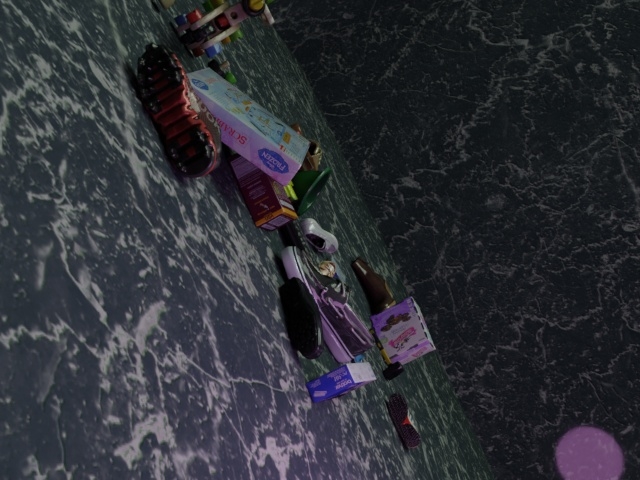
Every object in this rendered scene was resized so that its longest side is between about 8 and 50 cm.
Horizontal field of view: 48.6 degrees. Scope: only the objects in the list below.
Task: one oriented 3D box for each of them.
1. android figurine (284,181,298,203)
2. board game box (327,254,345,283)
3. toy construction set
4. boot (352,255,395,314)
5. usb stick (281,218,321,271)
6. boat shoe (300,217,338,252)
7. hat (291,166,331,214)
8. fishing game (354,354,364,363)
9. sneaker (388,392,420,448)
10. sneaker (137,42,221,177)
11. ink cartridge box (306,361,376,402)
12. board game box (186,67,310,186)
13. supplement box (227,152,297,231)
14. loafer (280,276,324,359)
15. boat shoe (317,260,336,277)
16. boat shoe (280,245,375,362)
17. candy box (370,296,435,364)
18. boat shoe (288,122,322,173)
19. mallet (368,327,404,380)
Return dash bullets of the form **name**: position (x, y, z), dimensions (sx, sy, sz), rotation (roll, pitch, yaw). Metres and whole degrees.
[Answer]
- **android figurine**: position (-0.147, -0.231, 2.031), dimensions (0.273, 0.056, 0.248), rotation (66, 11, 8)
- **board game box**: position (0.050, 0.101, 2.228), dimensions (0.090, 0.020, 0.090), rotation (59, 12, -15)
- **toy construction set**: position (-0.258, -0.596, 1.796), dimensions (0.309, 0.237, 0.257), rotation (54, -8, 2)
- **boot**: position (0.181, 0.167, 2.595), dimensions (0.207, 0.090, 0.248), rotation (49, 13, -4)
- **usb stick**: position (-0.064, -0.004, 1.845), dimensions (0.077, 0.045, 0.278), rotation (107, -39, -66)
- **boat shoe**: position (0.000, 0.000, 2.134), dimensions (0.184, 0.066, 0.063), rotation (50, 26, -51)
- **hat**: position (-0.089, -0.193, 2.168), dimensions (0.183, 0.173, 0.208), rotation (36, -24, 7)
- **fishing game**: position (0.077, 0.251, 1.935), dimensions (0.264, 0.041, 0.189), rotation (65, 13, 13)
- **sneaker**: position (0.236, 0.516, 2.016), dimensions (0.075, 0.057, 0.161), rotation (78, -10, -61)
- **sneaker**: position (-0.267, -0.246, 1.375), dimensions (0.276, 0.097, 0.135), rotation (65, 11, 5)
- **ink cartridge box**: position (0.048, 0.300, 1.510), dimensions (0.046, 0.097, 0.207), rotation (65, 11, 15)
- **board game box**: position (-0.176, -0.270, 1.631), dimensions (0.318, 0.066, 0.319), rotation (36, 15, -7)
- **supplement box**: position (-0.141, -0.126, 1.719), dimensions (0.188, 0.080, 0.104), rotation (65, 12, 13)
- **loafer**: position (-0.028, 0.170, 1.527), dimensions (0.078, 0.076, 0.223), rotation (44, 16, -38)
- **boat shoe**: position (0.010, 0.085, 1.967), dimensions (0.063, 0.059, 0.170), rotation (61, 10, -5)
- **boat shoe**: position (0.023, 0.141, 1.729), dimensions (0.335, 0.119, 0.121), rotation (59, 11, -20)
- **candy box**: position (0.273, 0.310, 2.374), dimensions (0.070, 0.164, 0.196), rotation (52, 14, -42)
- **boat shoe**: position (-0.051, -0.288, 2.444), dimensions (0.324, 0.119, 0.123), rotation (47, 19, -55)
- **mallet**: position (0.207, 0.348, 2.240), dimensions (0.039, 0.062, 0.190), rotation (47, 18, -50)
